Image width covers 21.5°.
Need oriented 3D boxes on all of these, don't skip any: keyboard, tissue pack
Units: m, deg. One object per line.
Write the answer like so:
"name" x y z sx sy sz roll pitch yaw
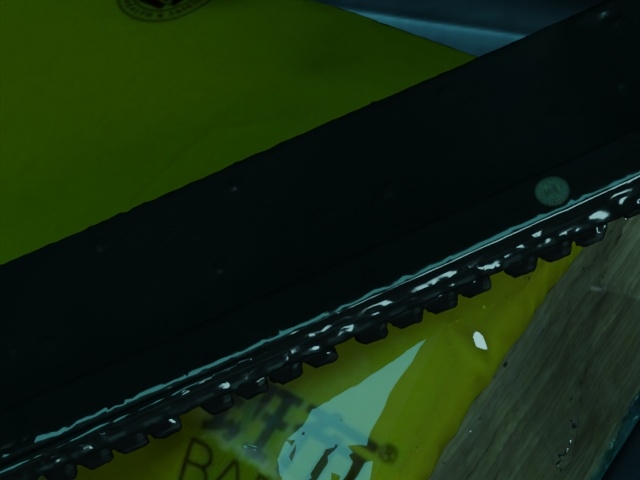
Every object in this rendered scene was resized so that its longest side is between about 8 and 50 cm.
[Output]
"keyboard" 0.000 0.000 0.452 0.231 0.023 0.072 -24 48 -3
"tissue pack" -0.042 0.013 0.551 0.270 0.134 0.192 23 65 29
